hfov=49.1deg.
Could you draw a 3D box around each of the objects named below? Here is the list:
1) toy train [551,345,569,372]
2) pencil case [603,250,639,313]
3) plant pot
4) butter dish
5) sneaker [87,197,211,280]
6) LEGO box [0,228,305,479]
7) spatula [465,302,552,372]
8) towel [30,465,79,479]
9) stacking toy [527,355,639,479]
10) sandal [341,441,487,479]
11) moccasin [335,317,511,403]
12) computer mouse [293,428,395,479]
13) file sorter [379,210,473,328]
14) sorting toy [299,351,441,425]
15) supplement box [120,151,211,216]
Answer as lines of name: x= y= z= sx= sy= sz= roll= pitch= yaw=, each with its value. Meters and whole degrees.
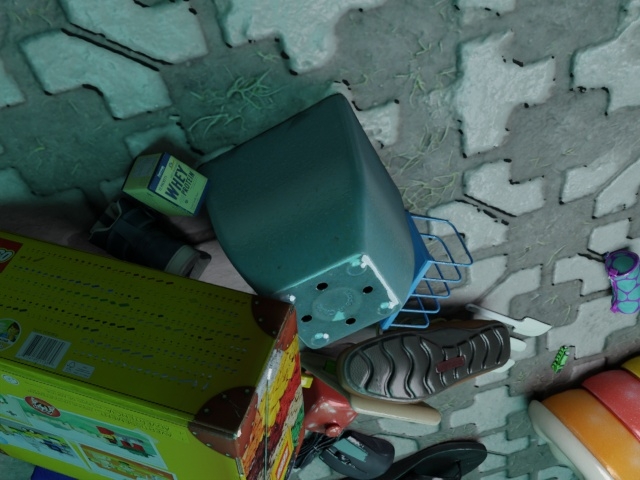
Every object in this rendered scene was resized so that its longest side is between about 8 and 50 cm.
toy train: x=0.545 y=0.271 z=1.587 sx=0.017 sy=0.024 sz=0.083 roll=-5 pitch=136 yaw=-10
pencil case: x=0.600 y=0.084 z=1.386 sx=0.070 sy=0.064 sz=0.152 roll=-36 pitch=134 yaw=-2
plant pot: x=0.000 y=0.000 z=1.000 sx=0.247 sy=0.252 sz=0.248 roll=-27 pitch=136 yaw=11
butter dish: x=0.016 y=0.351 z=1.452 sx=0.160 sy=0.118 sz=0.160 roll=15 pitch=128 yaw=-29
sneaker: x=-0.257 y=0.013 z=1.066 sx=0.163 sy=0.086 sz=0.226 roll=30 pitch=167 yaw=3
LEGO box: x=-0.289 y=0.206 z=0.997 sx=0.500 sy=0.193 sz=0.372 roll=14 pitch=142 yaw=11
spatula: x=0.353 y=0.208 z=1.475 sx=0.242 sy=0.019 sz=0.168 roll=19 pitch=128 yaw=-31
towel: x=-0.429 y=0.504 z=1.417 sx=0.308 sy=0.076 sz=0.228 roll=33 pitch=121 yaw=4
stacking toy: x=0.761 y=0.384 z=1.621 sx=0.480 sy=0.350 sz=0.350 roll=-40 pitch=133 yaw=0
sandal: x=0.230 y=0.643 z=1.813 sx=0.445 sy=0.107 sz=0.167 roll=-22 pitch=136 yaw=6
moccasin: x=0.180 y=0.206 z=1.293 sx=0.380 sy=0.139 sz=0.147 roll=-13 pitch=-174 yaw=-36
computer mouse: x=0.073 y=0.522 z=1.673 sx=0.272 sy=0.072 sz=0.188 roll=23 pitch=123 yaw=-33
file sorter: x=0.166 y=0.054 z=1.199 sx=0.104 sy=0.118 sz=0.170 roll=6 pitch=132 yaw=-26
sorting toy: x=0.053 y=0.261 z=1.316 sx=0.307 sy=0.229 sz=0.041 roll=17 pitch=95 yaw=-30
supplement box: x=-0.215 y=-0.076 z=0.975 sx=0.083 sy=0.056 sz=0.083 roll=1 pitch=156 yaw=47
